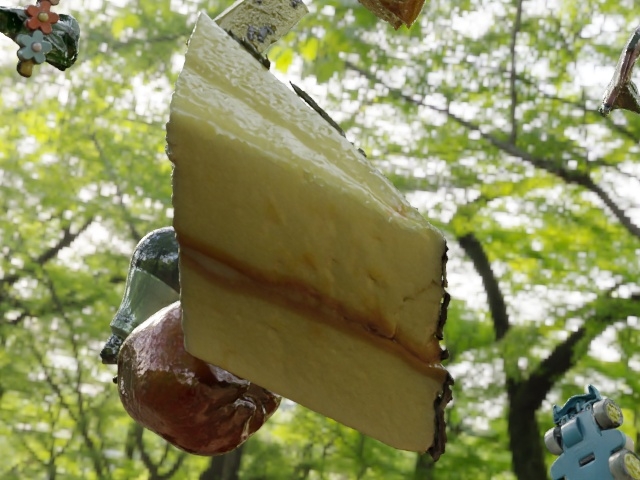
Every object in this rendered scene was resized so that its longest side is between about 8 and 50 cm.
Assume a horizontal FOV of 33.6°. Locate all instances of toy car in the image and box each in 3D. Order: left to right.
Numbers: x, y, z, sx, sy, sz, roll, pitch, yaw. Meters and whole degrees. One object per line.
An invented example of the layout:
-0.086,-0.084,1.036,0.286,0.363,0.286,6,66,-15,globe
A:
0.358,0.278,1.349,0.098,0.161,0.126,25,-48,-29,toy car

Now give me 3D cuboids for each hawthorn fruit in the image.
-0.182,0.180,1.466,0.261,0.224,0.224,0,-15,35,hawthorn fruit

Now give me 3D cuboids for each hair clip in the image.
-0.448,-0.369,1.708,0.062,0.214,0.056,14,-9,-29,hair clip
0.586,-0.322,2.019,0.110,0.095,0.358,-35,-20,3,hair clip

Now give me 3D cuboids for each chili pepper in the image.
-0.482,-0.350,1.774,0.062,0.108,0.216,-35,-14,23,chili pepper

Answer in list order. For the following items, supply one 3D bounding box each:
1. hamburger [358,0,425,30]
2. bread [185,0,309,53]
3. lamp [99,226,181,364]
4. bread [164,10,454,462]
0.081,-0.497,1.790,0.283,0.156,0.144,40,7,-13,hamburger
-0.106,-0.323,1.601,0.049,0.226,0.088,-20,-68,45,bread
-0.320,0.117,2.143,0.182,0.314,0.182,14,-28,8,lamp
0.000,0.000,1.183,0.405,0.242,0.345,18,-51,1,bread
